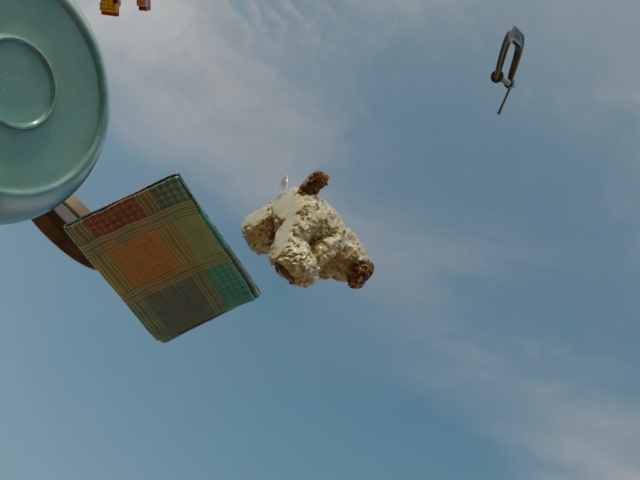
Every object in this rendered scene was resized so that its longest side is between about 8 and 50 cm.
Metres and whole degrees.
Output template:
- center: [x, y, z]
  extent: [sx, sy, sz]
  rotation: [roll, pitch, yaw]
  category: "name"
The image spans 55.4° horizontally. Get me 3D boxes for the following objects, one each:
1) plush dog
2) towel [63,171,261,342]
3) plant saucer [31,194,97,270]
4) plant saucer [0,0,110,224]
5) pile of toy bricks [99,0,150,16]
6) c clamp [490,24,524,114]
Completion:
- center: [0.000, 0.000, 1.225]
  extent: [0.225, 0.210, 0.262]
  rotation: [41, -4, -34]
  category: "plush dog"
- center: [-0.327, 0.053, 1.314]
  extent: [0.272, 0.040, 0.370]
  rotation: [-25, -54, 4]
  category: "towel"
- center: [-0.567, -0.044, 1.351]
  extent: [0.278, 0.041, 0.277]
  rotation: [26, -34, 19]
  category: "plant saucer"
- center: [-0.349, -0.174, 0.681]
  extent: [0.044, 0.317, 0.317]
  rotation: [4, -65, 27]
  category: "plant saucer"
- center: [-0.352, -0.499, 1.066]
  extent: [0.118, 0.105, 0.212]
  rotation: [5, -66, -4]
  category: "pile of toy bricks"
- center: [0.325, -0.296, 1.056]
  extent: [0.022, 0.161, 0.137]
  rotation: [24, -79, 24]
  category: "c clamp"
